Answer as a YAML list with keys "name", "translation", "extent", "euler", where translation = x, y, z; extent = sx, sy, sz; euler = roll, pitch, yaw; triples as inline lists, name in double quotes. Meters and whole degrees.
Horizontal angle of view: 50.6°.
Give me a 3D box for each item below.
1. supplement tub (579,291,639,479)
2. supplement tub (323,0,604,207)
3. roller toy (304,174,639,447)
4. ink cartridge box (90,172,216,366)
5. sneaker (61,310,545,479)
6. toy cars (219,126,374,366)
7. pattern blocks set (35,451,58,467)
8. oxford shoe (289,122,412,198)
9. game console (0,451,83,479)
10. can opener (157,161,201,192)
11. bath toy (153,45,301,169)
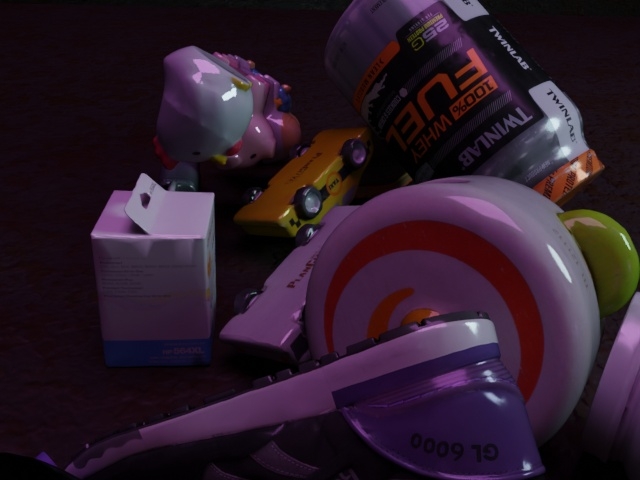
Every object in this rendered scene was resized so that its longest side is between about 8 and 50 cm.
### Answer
- name: "supplement tub"
  translation: [0.291, 0.124, 0.444]
  extent: [0.199, 0.144, 0.144]
  euler: [19, 31, 28]
- name: "supplement tub"
  translation: [0.165, -0.154, 0.794]
  extent: [0.193, 0.193, 0.316]
  euler: [-25, 72, -43]
- name: "roller toy"
  translation: [0.092, 0.055, 0.474]
  extent: [0.191, 0.209, 0.146]
  euler: [28, 19, 21]
- name: "ink cartridge box"
  translation: [-0.137, 0.023, 0.579]
  extent: [0.090, 0.143, 0.092]
  euler: [1, 28, -5]
- name: "sneaker"
  translation: [-0.024, 0.142, 0.365]
  extent: [0.283, 0.124, 0.107]
  euler: [-23, -20, 17]
- name: "toy cars"
  translation: [0.000, 0.000, 0.701]
  extent: [0.176, 0.087, 0.394]
  euler: [-23, 29, 10]
- name: "pattern blocks set"
  translation: [-0.242, 0.182, 0.256]
  extent: [0.285, 0.026, 0.325]
  euler: [7, 24, 31]
- name: "oxford shoe"
  translation: [0.100, -0.154, 0.957]
  extent: [0.363, 0.133, 0.130]
  euler: [-20, 36, -34]
- name: "game console"
  translation: [-0.083, 0.212, 0.093]
  extent: [0.342, 0.060, 0.386]
  euler: [14, 26, 24]
- name: "can opener"
  translation: [-0.188, -0.045, 0.778]
  extent: [0.095, 0.076, 0.283]
  euler: [0, 27, -9]
- name: "bath toy"
  translation: [-0.106, -0.146, 0.828]
  extent: [0.151, 0.129, 0.348]
  euler: [35, 13, 0]
